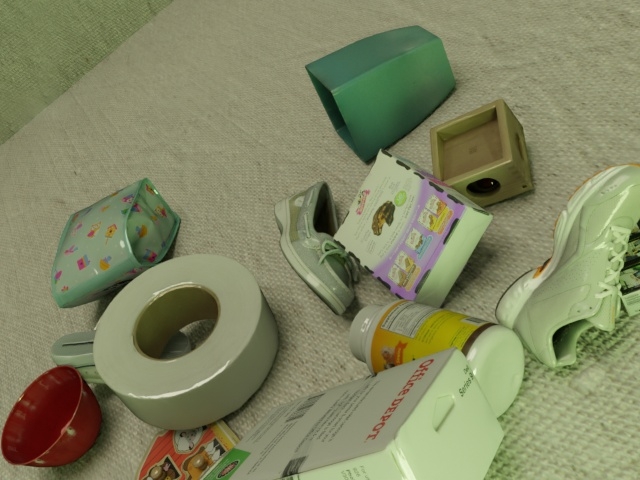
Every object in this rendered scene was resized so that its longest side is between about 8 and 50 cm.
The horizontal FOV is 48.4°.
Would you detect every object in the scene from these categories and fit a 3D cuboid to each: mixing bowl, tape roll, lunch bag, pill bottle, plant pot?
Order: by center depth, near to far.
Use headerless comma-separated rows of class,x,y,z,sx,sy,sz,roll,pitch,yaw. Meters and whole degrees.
pill bottle,0.139,0.143,0.908,0.215,0.117,0.117,12,59,47
tape roll,-0.216,0.157,1.152,0.287,0.100,0.286,-10,46,11
mixing bowl,-0.448,0.319,1.231,0.182,0.098,0.181,-22,42,22
plant pot,0.126,-0.302,1.374,0.234,0.165,0.165,-30,36,-2
lunch bag,-0.438,0.019,1.504,0.224,0.160,0.262,-25,32,16

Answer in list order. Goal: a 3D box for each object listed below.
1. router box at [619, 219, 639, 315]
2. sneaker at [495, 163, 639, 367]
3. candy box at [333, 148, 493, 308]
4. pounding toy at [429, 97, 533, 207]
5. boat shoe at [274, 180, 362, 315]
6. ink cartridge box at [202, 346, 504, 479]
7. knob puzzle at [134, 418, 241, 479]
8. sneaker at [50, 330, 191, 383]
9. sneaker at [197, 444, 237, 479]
router box,0.438,0.003,0.865,0.179,0.046,0.133,-23,39,21
sneaker,0.322,0.038,0.833,0.262,0.099,0.121,-63,35,24
candy box,0.129,-0.018,1.047,0.196,0.070,0.164,43,112,43
pounding toy,0.220,-0.092,1.120,0.206,0.094,0.180,-21,51,30
boat shoe,0.001,0.001,1.186,0.103,0.118,0.320,-37,29,10
ink cartridge box,0.027,0.247,0.777,0.289,0.121,0.211,-26,4,34
knob puzzle,-0.219,0.341,1.075,0.213,0.030,0.213,-23,39,20
sneaker,-0.351,0.210,1.287,0.258,0.091,0.094,-2,41,11
sneaker,-0.121,0.367,0.941,0.118,0.083,0.222,39,61,23
